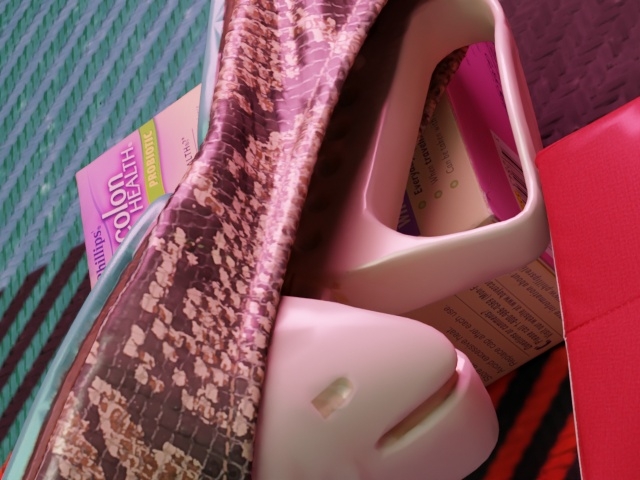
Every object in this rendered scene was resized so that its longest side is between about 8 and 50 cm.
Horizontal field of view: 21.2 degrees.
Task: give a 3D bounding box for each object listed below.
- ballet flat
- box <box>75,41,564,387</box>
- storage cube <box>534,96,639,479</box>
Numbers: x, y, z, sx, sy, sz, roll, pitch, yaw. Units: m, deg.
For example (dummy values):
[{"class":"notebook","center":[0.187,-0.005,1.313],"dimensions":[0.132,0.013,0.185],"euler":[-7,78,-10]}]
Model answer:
[{"class":"ballet flat","center":[0.003,0.005,0.722],"dimensions":[0.182,0.164,0.483],"euler":[6,51,15]},{"class":"box","center":[0.000,0.000,0.947],"dimensions":[0.243,0.117,0.213],"euler":[-33,45,19]},{"class":"storage cube","center":[0.220,0.032,0.666],"dimensions":[0.193,0.215,0.183],"euler":[-29,47,32]}]
